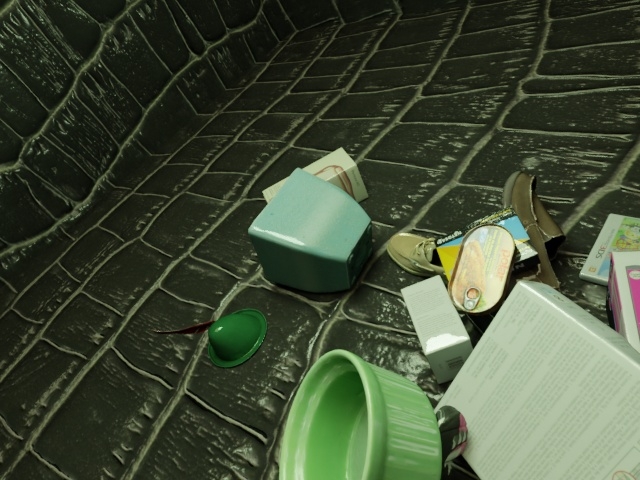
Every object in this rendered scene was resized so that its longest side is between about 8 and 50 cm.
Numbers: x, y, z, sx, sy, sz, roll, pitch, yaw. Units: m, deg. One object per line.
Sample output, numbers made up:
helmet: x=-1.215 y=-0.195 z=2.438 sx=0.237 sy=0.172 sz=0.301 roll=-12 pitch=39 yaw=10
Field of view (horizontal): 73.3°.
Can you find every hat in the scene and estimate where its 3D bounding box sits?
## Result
hat: x=-0.265 y=0.216 z=1.118 sx=0.173 sy=0.183 sz=0.208 roll=9 pitch=53 yaw=36

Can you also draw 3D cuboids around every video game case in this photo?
video game case: x=0.685 y=0.035 z=0.887 sx=0.213 sy=0.023 sz=0.193 roll=19 pitch=59 yaw=41

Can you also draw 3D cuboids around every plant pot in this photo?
plant pot: x=0.000 y=0.000 z=1.162 sx=0.253 sy=0.247 sz=0.247 roll=21 pitch=59 yaw=22

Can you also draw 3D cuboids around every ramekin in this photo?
ramekin: x=0.061 y=0.351 z=0.722 sx=0.303 sy=0.148 sz=0.303 roll=-52 pitch=26 yaw=39

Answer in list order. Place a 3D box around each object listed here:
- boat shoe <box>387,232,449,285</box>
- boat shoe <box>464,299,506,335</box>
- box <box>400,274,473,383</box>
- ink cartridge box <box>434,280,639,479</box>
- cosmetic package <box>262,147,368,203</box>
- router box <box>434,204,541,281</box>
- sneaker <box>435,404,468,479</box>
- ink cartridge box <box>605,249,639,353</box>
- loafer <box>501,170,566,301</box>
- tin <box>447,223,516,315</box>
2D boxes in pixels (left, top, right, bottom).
boat shoe: x=0.281 y=0.037 z=1.058 sx=0.109 sy=0.098 sz=0.302 roll=-42 pitch=42 yaw=-15
boat shoe: x=0.373 y=0.207 z=0.818 sx=0.091 sy=0.114 sz=0.302 roll=-33 pitch=39 yaw=-14
box: x=0.247 y=0.185 z=0.899 sx=0.091 sy=0.130 sz=0.170 roll=-23 pitch=40 yaw=9
ink cartridge box: x=0.373 y=0.289 z=0.619 sx=0.385 sy=0.091 sz=0.308 roll=48 pitch=121 yaw=47
cosmetic package: x=-0.015 y=-0.148 z=1.382 sx=0.296 sy=0.153 sz=0.129 roll=-31 pitch=42 yaw=0
router box: x=0.347 y=0.022 z=0.912 sx=0.179 sy=0.046 sz=0.133 roll=-28 pitch=48 yaw=21
sneaker: x=0.191 y=0.352 z=0.739 sx=0.072 sy=0.178 sz=0.077 roll=0 pitch=22 yaw=-23
ink cartridge box: x=0.516 y=0.208 z=0.685 sx=0.069 sy=0.175 sz=0.370 roll=-4 pitch=46 yaw=25
loafer: x=0.482 y=-0.004 z=0.977 sx=0.130 sy=0.133 sz=0.365 roll=0 pitch=58 yaw=25
tin: x=0.322 y=0.057 z=0.850 sx=0.106 sy=0.040 sz=0.189 roll=8 pitch=70 yaw=43
